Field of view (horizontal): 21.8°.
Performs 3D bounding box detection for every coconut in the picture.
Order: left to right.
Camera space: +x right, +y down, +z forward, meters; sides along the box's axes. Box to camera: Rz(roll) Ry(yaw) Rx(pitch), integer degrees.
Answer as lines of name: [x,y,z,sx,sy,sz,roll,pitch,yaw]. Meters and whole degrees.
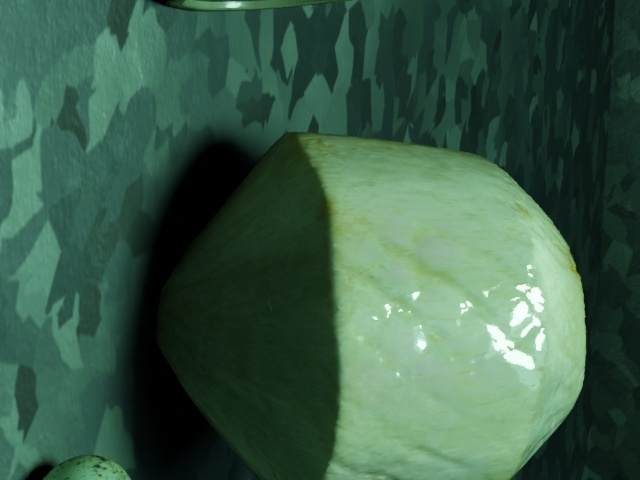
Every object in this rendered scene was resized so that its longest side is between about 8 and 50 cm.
coconut: [0.040,0.074,1.614,0.415,0.415,0.345,-46,149,-59]

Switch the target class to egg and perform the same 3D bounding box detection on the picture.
egg: [-0.198,0.227,1.363,0.110,0.085,0.085,-62,152,-30]

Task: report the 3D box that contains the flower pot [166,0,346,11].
flower pot: [-0.046,-0.312,1.477,0.212,0.212,0.203,-13,95,-69]

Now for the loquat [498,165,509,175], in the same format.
loquat: [0.144,0.002,2.001,0.244,0.244,0.244,7,90,-70]
